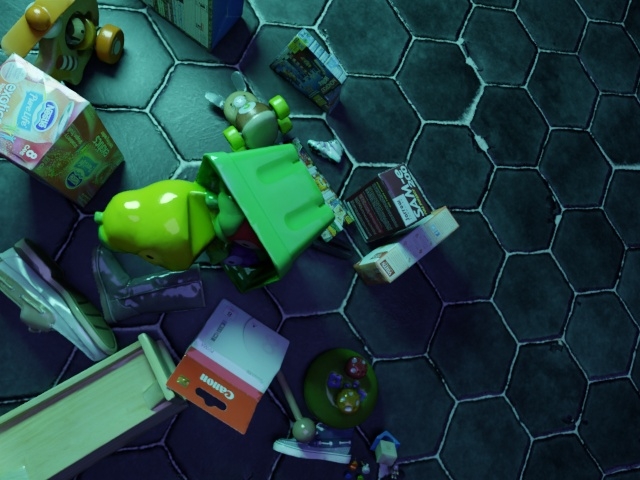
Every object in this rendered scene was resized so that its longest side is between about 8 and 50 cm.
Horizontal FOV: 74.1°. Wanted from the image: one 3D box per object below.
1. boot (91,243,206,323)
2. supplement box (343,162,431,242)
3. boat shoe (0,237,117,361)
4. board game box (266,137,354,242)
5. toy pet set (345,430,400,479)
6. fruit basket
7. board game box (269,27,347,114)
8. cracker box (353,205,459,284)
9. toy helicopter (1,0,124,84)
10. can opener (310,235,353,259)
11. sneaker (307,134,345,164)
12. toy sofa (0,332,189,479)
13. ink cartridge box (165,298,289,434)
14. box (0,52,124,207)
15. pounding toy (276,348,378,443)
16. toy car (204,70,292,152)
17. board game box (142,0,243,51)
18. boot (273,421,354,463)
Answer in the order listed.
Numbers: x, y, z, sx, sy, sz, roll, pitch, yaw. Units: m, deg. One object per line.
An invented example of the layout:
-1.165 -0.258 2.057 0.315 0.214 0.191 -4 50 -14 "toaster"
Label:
-0.371 0.081 0.928 0.209 0.076 0.189 -13 100 -9 "boot"
0.147 -0.080 0.999 0.073 0.239 0.130 -28 91 -17 "supplement box"
-0.543 0.139 0.863 0.103 0.113 0.302 -42 84 -14 "boat shoe"
-0.024 -0.128 1.033 0.259 0.030 0.136 54 38 -3 "board game box"
0.133 0.521 1.021 0.122 0.065 0.114 18 113 -9 "toy pet set"
-0.211 -0.015 0.830 0.392 0.392 0.282 -31 91 -16 "fruit basket"
-0.010 -0.413 1.052 0.194 0.194 0.060 40 75 -21 "board game box"
0.207 0.016 1.045 0.232 0.156 0.067 -37 93 -17 "cracker box"
-0.546 -0.366 0.859 0.140 0.235 0.354 21 78 -11 "toy helicopter"
0.000 0.000 1.047 0.186 0.073 0.059 30 68 -18 "can opener"
0.019 -0.249 1.096 0.098 0.038 0.069 30 74 -19 "sneaker"
-0.459 0.350 0.843 0.363 0.177 0.150 -29 71 -16 "toy sofa"
-0.181 0.252 0.892 0.189 0.232 0.066 36 116 -8 "ink cartridge box"
-0.509 -0.186 0.810 0.142 0.300 0.154 34 75 -8 "box"
0.038 0.337 0.957 0.237 0.110 0.182 -12 70 -22 "pounding toy"
-0.184 -0.312 1.005 0.155 0.149 0.188 -36 81 -6 "toy car"
-0.327 -0.624 0.953 0.291 0.232 0.141 35 75 -8 "board game box"
-0.013 0.456 0.982 0.190 0.069 0.086 17 70 -19 "boot"
